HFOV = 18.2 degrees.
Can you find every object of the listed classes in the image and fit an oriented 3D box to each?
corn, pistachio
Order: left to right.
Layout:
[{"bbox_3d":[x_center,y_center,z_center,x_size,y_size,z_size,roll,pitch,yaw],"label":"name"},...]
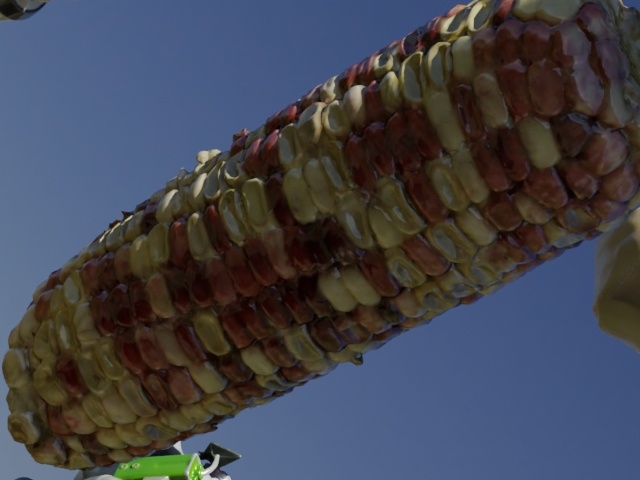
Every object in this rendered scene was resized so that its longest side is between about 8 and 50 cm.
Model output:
[{"bbox_3d":[0.000,0.000,0.724,0.098,0.290,0.098,44,29,-32],"label":"corn"},{"bbox_3d":[0.224,0.028,1.222,0.124,0.124,0.185,45,-7,27],"label":"pistachio"}]

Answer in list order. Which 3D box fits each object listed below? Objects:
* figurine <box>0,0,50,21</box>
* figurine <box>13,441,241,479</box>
[{"bbox_3d":[-0.189,-0.152,1.047,0.146,0.081,0.098,-15,-69,35],"label":"figurine"},{"bbox_3d":[-0.118,0.173,1.151,0.126,0.192,0.147,20,-63,34],"label":"figurine"}]
